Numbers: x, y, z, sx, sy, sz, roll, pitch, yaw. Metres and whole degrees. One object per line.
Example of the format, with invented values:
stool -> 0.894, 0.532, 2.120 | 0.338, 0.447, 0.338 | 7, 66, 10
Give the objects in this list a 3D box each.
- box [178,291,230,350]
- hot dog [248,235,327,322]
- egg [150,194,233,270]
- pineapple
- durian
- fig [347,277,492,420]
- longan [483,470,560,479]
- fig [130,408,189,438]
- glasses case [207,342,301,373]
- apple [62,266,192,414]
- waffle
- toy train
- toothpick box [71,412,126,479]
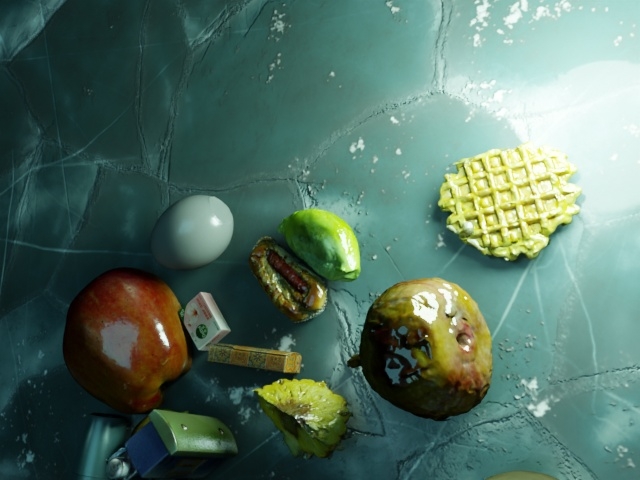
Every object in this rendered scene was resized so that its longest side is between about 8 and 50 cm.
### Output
box -> -0.295, 0.205, 1.738 | 0.089, 0.043, 0.125 | -42, 64, 14
hot dog -> -0.082, 0.092, 1.636 | 0.131, 0.069, 0.252 | -50, 61, 11
egg -> -0.328, -0.015, 1.726 | 0.232, 0.176, 0.176 | -30, 67, 28
pineapple -> -0.013, 0.409, 1.532 | 0.250, 0.140, 0.164 | 17, 129, 44
durian -> 0.000, 0.000, 1.593 | 0.250, 0.101, 0.139 | 42, 101, 28
fig -> 0.170, 0.242, 1.407 | 0.369, 0.286, 0.286 | -37, 61, 52
longan -> 0.358, 0.547, 1.193 | 0.297, 0.297, 0.297 | -6, 77, 26
fig -> -0.393, 0.469, 1.704 | 0.155, 0.103, 0.109 | -31, 24, 9
glasses case -> -0.158, 0.280, 1.634 | 0.218, 0.075, 0.049 | 2, 78, 28
apple -> -0.507, 0.269, 1.793 | 0.365, 0.295, 0.328 | 43, 143, 26
waffle -> 0.394, -0.092, 1.434 | 0.280, 0.060, 0.262 | 35, 94, 27
toy train -> -0.337, 0.496, 1.562 | 0.202, 0.300, 0.131 | -41, 62, 6
toothpick box -> -0.566, 0.540, 1.771 | 0.120, 0.120, 0.184 | 1, 77, 28
